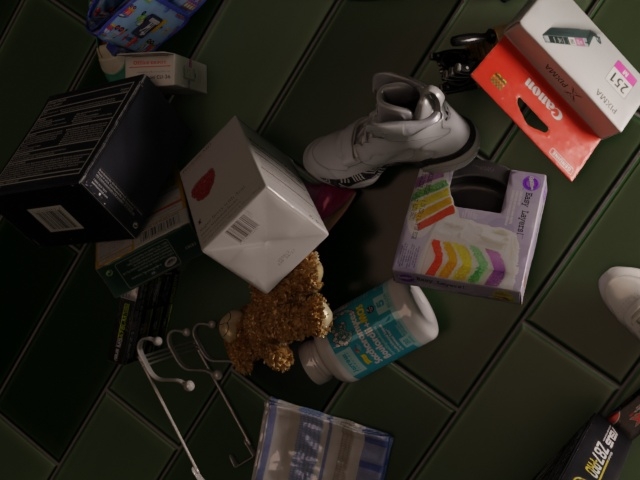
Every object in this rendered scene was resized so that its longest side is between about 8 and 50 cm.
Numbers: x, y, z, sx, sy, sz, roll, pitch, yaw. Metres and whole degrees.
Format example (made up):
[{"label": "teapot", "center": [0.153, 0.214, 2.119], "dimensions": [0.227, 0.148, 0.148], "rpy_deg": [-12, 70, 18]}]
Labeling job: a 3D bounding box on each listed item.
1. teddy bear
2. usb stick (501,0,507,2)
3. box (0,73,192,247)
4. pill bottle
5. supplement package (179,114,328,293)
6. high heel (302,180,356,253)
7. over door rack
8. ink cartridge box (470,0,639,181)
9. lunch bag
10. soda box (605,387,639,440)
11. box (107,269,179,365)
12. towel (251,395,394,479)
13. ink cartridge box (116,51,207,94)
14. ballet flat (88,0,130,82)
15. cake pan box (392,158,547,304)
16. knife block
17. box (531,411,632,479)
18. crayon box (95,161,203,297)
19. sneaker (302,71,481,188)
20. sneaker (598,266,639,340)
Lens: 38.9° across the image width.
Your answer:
[{"label": "teddy bear", "center": [-0.097, 0.146, 1.787], "dimensions": [0.338, 0.113, 0.245], "rpy_deg": [-9, 83, 50]}, {"label": "usb stick", "center": [0.314, -0.591, 1.728], "dimensions": [0.077, 0.045, 0.278], "rpy_deg": [-25, 93, 26]}, {"label": "box", "center": [-0.464, -0.156, 1.838], "dimensions": [0.296, 0.182, 0.294], "rpy_deg": [-4, 50, 34]}, {"label": "pill bottle", "center": [0.089, 0.186, 1.791], "dimensions": [0.264, 0.146, 0.146], "rpy_deg": [-32, 82, 16]}, {"label": "supplement package", "center": [-0.137, -0.075, 1.763], "dimensions": [0.177, 0.175, 0.293], "rpy_deg": [-44, 35, 13]}, {"label": "high heel", "center": [0.000, 0.000, 1.852], "dimensions": [0.117, 0.082, 0.244], "rpy_deg": [9, 84, 21]}, {"label": "over door rack", "center": [-0.232, 0.329, 1.852], "dimensions": [0.108, 0.239, 0.324], "rpy_deg": [-21, 85, 23]}, {"label": "ink cartridge box", "center": [0.429, -0.282, 1.603], "dimensions": [0.275, 0.060, 0.239], "rpy_deg": [44, 65, -10]}, {"label": "lunch bag", "center": [-0.356, -0.507, 1.873], "dimensions": [0.138, 0.221, 0.293], "rpy_deg": [44, 103, 12]}, {"label": "soda box", "center": [0.560, 0.348, 1.693], "dimensions": [0.169, 0.053, 0.060], "rpy_deg": [-45, 79, 13]}, {"label": "box", "center": [-0.371, 0.156, 1.918], "dimensions": [0.045, 0.184, 0.190], "rpy_deg": [14, 97, 13]}, {"label": "towel", "center": [-0.003, 0.461, 1.888], "dimensions": [0.285, 0.034, 0.209], "rpy_deg": [14, 96, 17]}, {"label": "ink cartridge box", "center": [-0.327, -0.345, 1.881], "dimensions": [0.115, 0.198, 0.067], "rpy_deg": [0, 91, 18]}, {"label": "ballet flat", "center": [-0.462, -0.438, 1.980], "dimensions": [0.083, 0.087, 0.247], "rpy_deg": [-12, 88, 17]}, {"label": "cake pan box", "center": [0.284, -0.026, 1.711], "dimensions": [0.246, 0.070, 0.266], "rpy_deg": [12, 66, 16]}, {"label": "knife block", "center": [0.343, -0.341, 1.643], "dimensions": [0.276, 0.242, 0.088], "rpy_deg": [-17, 87, 17]}, {"label": "box", "center": [0.369, 0.493, 1.547], "dimensions": [0.097, 0.395, 0.318], "rpy_deg": [41, 117, 13]}, {"label": "crayon box", "center": [-0.353, -0.032, 1.865], "dimensions": [0.203, 0.323, 0.083], "rpy_deg": [-27, 120, 1]}, {"label": "sneaker", "center": [0.100, -0.211, 1.713], "dimensions": [0.366, 0.210, 0.137], "rpy_deg": [-5, 62, 29]}, {"label": "sneaker", "center": [0.627, 0.157, 1.615], "dimensions": [0.305, 0.152, 0.114], "rpy_deg": [43, 105, 14]}]
